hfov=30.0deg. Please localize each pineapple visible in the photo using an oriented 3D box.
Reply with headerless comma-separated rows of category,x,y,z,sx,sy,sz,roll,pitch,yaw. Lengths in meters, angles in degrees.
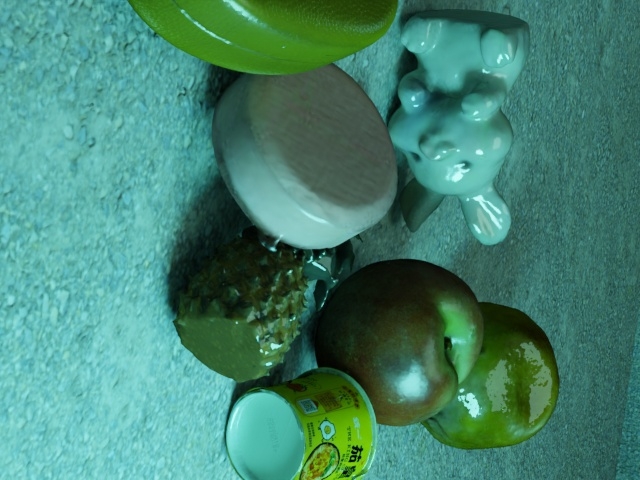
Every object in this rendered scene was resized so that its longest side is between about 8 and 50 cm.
pineapple,-0.037,0.013,1.519,0.364,0.165,0.165,-53,145,-38

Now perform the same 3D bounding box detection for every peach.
peach,0.113,0.146,1.780,0.252,0.252,0.252,-36,133,-50

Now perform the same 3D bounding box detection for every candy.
candy,-0.017,-0.105,1.444,0.255,0.094,0.255,22,54,-34

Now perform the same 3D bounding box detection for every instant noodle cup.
instant noodle cup,-0.035,0.269,1.646,0.144,0.182,0.182,3,101,-53

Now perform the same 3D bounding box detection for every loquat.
loquat,0.280,0.246,2.127,0.284,0.276,0.276,-24,125,-37

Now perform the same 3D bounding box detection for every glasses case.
glasses case,-0.066,-0.276,1.304,0.371,0.141,0.173,1,75,-51

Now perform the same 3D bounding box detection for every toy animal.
toy animal,0.225,-0.180,1.877,0.241,0.196,0.367,-7,107,-62

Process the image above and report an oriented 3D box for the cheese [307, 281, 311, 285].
cheese,0.000,0.000,1.712,0.192,0.037,0.097,-39,137,-50
